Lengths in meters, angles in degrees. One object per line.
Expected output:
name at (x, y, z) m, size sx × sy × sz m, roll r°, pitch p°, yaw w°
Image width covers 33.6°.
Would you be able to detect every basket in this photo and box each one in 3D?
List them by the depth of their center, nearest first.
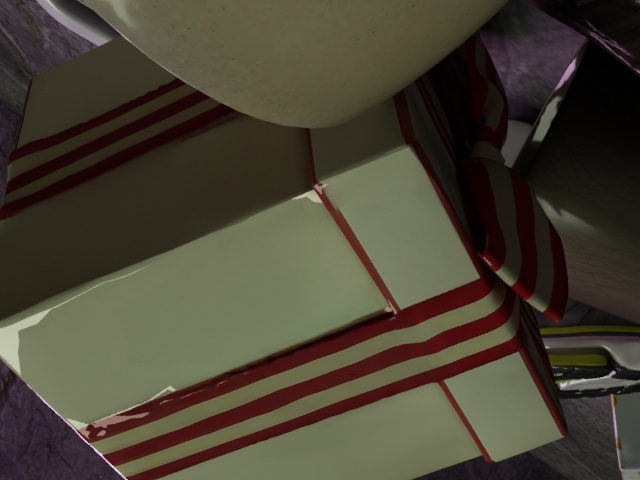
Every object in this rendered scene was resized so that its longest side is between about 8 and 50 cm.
basket at (0.248, -0.012, 0.753) m, size 0.227 × 0.154 × 0.204 m, roll 26°, pitch 145°, yaw 5°

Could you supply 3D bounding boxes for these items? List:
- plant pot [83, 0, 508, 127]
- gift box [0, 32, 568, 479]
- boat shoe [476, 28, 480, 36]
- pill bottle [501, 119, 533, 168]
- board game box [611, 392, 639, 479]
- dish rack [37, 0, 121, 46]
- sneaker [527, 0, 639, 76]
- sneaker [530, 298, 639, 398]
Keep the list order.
plant pot at (0.020, -0.207, 0.356) m, size 0.191 × 0.284 × 0.284 m, roll -25°, pitch 132°, yaw 31°
gift box at (0.000, 0.000, 0.615) m, size 0.276 × 0.258 × 0.255 m, roll 53°, pitch -160°, yaw -43°
boat shoe at (-0.004, -0.182, 0.857) m, size 0.302 × 0.109 × 0.098 m, roll 27°, pitch 129°, yaw 31°
pill bottle at (0.169, -0.026, 0.965) m, size 0.117 × 0.118 × 0.208 m, roll 28°, pitch 168°, yaw 19°
board game box at (0.360, 0.165, 1.033) m, size 0.144 × 0.142 × 0.275 m, roll -6°, pitch 160°, yaw 15°
dish rack at (-0.081, -0.228, 0.703) m, size 0.285 × 0.072 × 0.333 m, roll 30°, pitch 148°, yaw 8°
sneaker at (0.183, -0.135, 0.590) m, size 0.188 × 0.066 × 0.071 m, roll 29°, pitch 170°, yaw 23°
sneaker at (0.298, 0.056, 0.867) m, size 0.300 × 0.121 × 0.111 m, roll -2°, pitch 158°, yaw 5°
